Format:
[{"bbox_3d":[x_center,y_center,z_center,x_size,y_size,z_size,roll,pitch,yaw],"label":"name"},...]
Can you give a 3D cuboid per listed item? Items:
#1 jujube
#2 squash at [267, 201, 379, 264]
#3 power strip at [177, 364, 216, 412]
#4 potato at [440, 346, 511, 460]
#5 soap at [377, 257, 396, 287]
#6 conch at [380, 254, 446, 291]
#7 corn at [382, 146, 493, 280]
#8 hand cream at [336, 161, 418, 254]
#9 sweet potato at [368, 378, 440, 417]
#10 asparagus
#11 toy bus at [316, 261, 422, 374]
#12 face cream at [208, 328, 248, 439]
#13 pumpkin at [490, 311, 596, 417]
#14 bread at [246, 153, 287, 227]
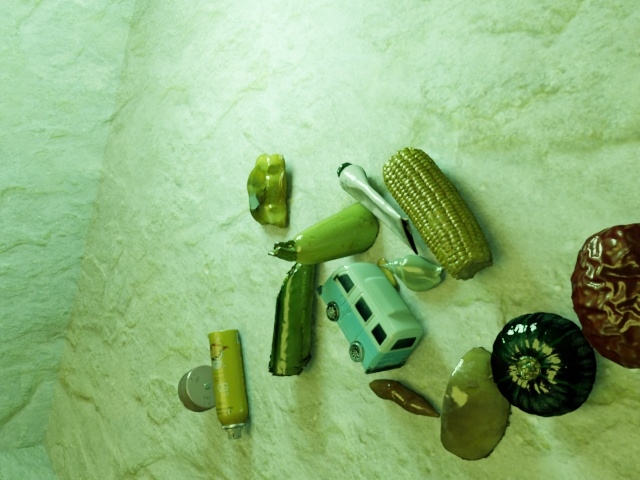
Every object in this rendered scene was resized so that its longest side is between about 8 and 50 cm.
[{"bbox_3d":[0.516,0.092,0.952,0.213,0.213,0.232,-20,74,46],"label":"jujube"},{"bbox_3d":[0.008,0.015,1.522,0.137,0.288,0.137,47,153,34],"label":"squash"},{"bbox_3d":[-0.405,0.507,2.008,0.078,0.154,0.154,-37,62,44],"label":"power strip"},{"bbox_3d":[0.322,0.366,1.236,0.120,0.100,0.261,19,102,48],"label":"potato"},{"bbox_3d":[0.169,0.085,1.489,0.034,0.012,0.089,-46,55,39],"label":"soap"},{"bbox_3d":[0.217,0.078,1.396,0.180,0.065,0.088,7,92,39],"label":"conch"},{"bbox_3d":[0.261,-0.063,1.311,0.131,0.131,0.344,-49,55,34],"label":"corn"},{"bbox_3d":[0.138,-0.096,1.461,0.076,0.121,0.336,-34,45,-4],"label":"hand cream"},{"bbox_3d":[0.196,0.374,1.408,0.218,0.051,0.065,13,139,48],"label":"sweet potato"},{"bbox_3d":[-0.078,0.204,1.692,0.128,0.108,0.381,4,88,50],"label":"asparagus"},{"bbox_3d":[0.122,0.172,1.444,0.271,0.133,0.164,57,131,34],"label":"toy bus"},{"bbox_3d":[-0.300,0.472,1.923,0.105,0.105,0.348,-22,72,46],"label":"face cream"},{"bbox_3d":[0.417,0.235,1.109,0.202,0.140,0.201,1,92,49],"label":"pumpkin"},{"bbox_3d":[-0.170,-0.156,1.830,0.161,0.088,0.233,4,93,44],"label":"bread"}]
